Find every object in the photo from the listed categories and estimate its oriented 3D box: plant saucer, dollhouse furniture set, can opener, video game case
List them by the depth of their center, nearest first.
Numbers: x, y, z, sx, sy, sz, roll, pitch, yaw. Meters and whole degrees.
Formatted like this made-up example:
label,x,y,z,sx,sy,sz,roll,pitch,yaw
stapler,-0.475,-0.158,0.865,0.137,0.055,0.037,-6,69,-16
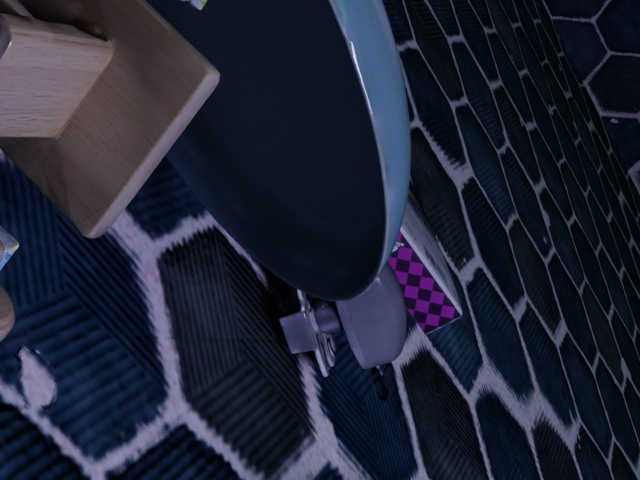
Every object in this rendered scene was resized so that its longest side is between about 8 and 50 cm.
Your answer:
label,x,y,z,sx,sy,sz,roll,pitch,yaw
dollhouse furniture set,-0.132,-0.110,0.441,0.242,0.212,0.161,44,19,14
plant saucer,-0.051,-0.115,0.582,0.317,0.044,0.317,48,-22,27
can opener,-0.013,-0.039,0.776,0.076,0.095,0.283,-89,165,-66
video game case,0.026,-0.066,0.945,0.232,0.042,0.210,51,15,-37
